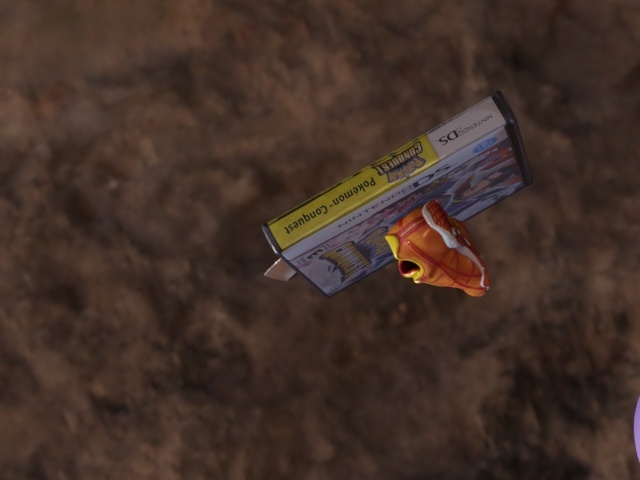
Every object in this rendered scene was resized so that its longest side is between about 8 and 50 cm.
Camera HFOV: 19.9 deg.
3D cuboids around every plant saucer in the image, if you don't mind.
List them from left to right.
[{"bbox_3d":[0.000,0.000,2.332,0.168,0.029,0.168,-39,177,-2],"label":"plant saucer"}]

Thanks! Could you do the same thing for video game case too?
[{"bbox_3d":[0.084,-0.035,1.759,0.248,0.035,0.275,-30,165,4],"label":"video game case"}]

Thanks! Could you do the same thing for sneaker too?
[{"bbox_3d":[0.107,0.013,1.677,0.067,0.175,0.064,-32,-122,12],"label":"sneaker"}]

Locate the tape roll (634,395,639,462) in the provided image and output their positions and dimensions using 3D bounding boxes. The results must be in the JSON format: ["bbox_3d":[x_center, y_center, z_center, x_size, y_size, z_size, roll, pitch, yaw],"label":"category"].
[{"bbox_3d":[0.428,0.183,1.652,0.275,0.090,0.274,12,-135,-12],"label":"tape roll"}]
